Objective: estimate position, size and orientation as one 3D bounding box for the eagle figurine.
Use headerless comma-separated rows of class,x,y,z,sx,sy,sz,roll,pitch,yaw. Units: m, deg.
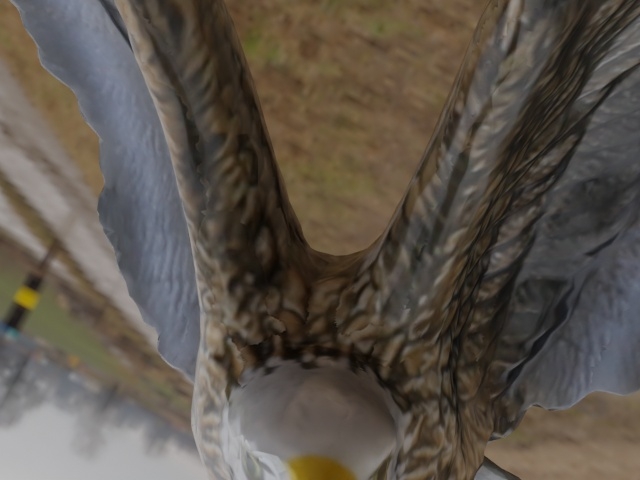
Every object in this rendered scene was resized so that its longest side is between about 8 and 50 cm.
eagle figurine,0.004,0.002,0.388,0.226,0.298,0.225,-1,-167,-32
